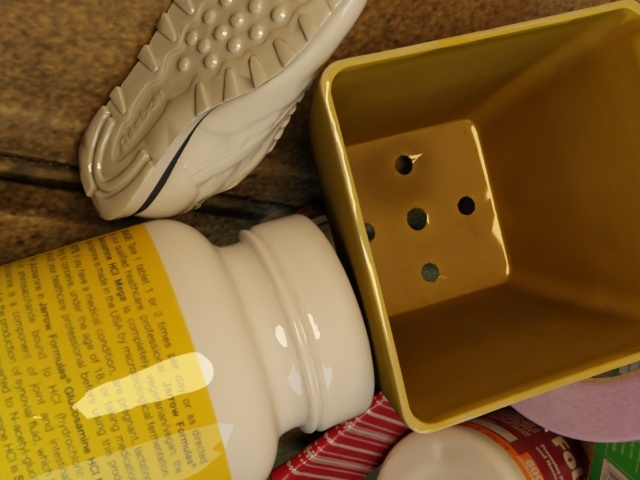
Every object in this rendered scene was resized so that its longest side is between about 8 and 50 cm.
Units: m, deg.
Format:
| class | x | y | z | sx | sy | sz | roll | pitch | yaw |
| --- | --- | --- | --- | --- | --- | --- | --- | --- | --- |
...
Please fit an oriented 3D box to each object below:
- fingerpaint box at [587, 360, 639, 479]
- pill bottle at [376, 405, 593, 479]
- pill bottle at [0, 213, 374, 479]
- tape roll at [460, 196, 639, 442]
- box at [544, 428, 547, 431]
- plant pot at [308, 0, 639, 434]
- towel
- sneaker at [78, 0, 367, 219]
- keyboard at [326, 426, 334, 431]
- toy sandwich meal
| class | x | y | z | sx | sy | sz | roll | pitch | yaw |
| --- | --- | --- | --- | --- | --- | --- | --- | --- | --- |
| fingerpaint box | 0.510 | 0.136 | 0.918 | 0.371 | 0.163 | 0.445 | -25 | 132 | -21 |
| pill bottle | 0.272 | 0.346 | 1.138 | 0.224 | 0.224 | 0.392 | -44 | 154 | 28 |
| pill bottle | -0.146 | 0.097 | 0.492 | 0.333 | 0.188 | 0.188 | -18 | 147 | -16 |
| tape roll | 0.237 | 0.019 | 0.644 | 0.090 | 0.275 | 0.275 | 8 | 135 | -40 |
| box | 0.294 | 0.141 | 0.997 | 0.103 | 0.114 | 0.203 | -27 | 145 | 1 |
| plant pot | 0.099 | -0.019 | 0.552 | 0.212 | 0.212 | 0.187 | -15 | -176 | -14 |
| towel | 0.078 | 0.236 | 1.031 | 0.275 | 0.031 | 0.199 | -40 | 149 | 10 |
| sneaker | -0.050 | -0.095 | 0.490 | 0.235 | 0.090 | 0.094 | -37 | 154 | 30 |
| keyboard | 0.052 | 0.261 | 1.094 | 0.108 | 0.023 | 0.180 | -24 | 149 | -16 |
| toy sandwich meal | 0.000 | 0.000 | 0.695 | 0.085 | 0.029 | 0.086 | -21 | 150 | -13 |
